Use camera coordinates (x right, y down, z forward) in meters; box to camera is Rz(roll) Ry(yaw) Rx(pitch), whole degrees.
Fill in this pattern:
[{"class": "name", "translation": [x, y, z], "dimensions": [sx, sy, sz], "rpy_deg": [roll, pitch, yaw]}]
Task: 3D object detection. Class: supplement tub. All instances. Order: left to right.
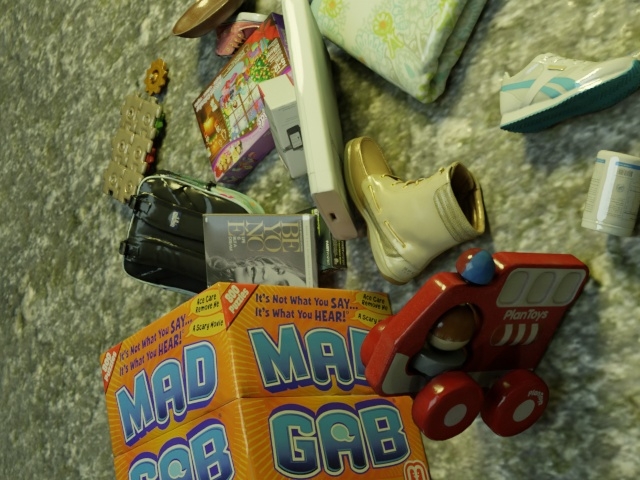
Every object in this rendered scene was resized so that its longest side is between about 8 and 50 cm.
[{"class": "supplement tub", "translation": [0.395, -0.063, 1.382], "dimensions": [0.071, 0.071, 0.107], "rpy_deg": [21, 101, 48]}]

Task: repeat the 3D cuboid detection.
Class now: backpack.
[{"class": "backpack", "translation": [-0.229, -0.005, 1.974], "dimensions": [0.253, 0.191, 0.225], "rpy_deg": [16, 100, 9]}]

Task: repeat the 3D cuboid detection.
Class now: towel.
[{"class": "towel", "translation": [0.151, -0.458, 1.694], "dimensions": [0.320, 0.090, 0.374], "rpy_deg": [44, 118, 43]}]

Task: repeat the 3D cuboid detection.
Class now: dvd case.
[{"class": "dvd case", "translation": [-0.106, 0.034, 1.841], "dimensions": [0.221, 0.018, 0.164], "rpy_deg": [1, 100, 22]}]

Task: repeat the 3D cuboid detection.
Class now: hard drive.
[{"class": "hard drive", "translation": [0.000, -0.202, 1.732], "dimensions": [0.047, 0.233, 0.353], "rpy_deg": [-11, 70, 8]}]

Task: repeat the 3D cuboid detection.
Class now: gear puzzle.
[{"class": "gear puzzle", "translation": [-0.404, -0.247, 2.336], "dimensions": [0.175, 0.044, 0.339], "rpy_deg": [24, 101, 49]}]

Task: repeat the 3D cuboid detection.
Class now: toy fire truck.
[{"class": "toy fire truck", "translation": [0.209, 0.121, 1.403], "dimensions": [0.169, 0.302, 0.254], "rpy_deg": [46, 123, 46]}]

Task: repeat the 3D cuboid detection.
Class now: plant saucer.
[{"class": "plant saucer", "translation": [-0.214, -0.469, 2.085], "dimensions": [0.198, 0.036, 0.198], "rpy_deg": [-31, 26, 17]}]

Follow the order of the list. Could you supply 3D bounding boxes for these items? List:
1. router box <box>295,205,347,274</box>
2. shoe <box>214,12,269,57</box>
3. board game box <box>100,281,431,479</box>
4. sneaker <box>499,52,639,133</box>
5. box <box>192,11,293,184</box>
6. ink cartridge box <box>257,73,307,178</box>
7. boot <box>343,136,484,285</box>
[{"class": "router box", "translation": [0.000, 0.000, 1.844], "dimensions": [0.092, 0.038, 0.122], "rpy_deg": [-16, 73, 45]}, {"class": "shoe", "translation": [-0.154, -0.405, 2.054], "dimensions": [0.178, 0.063, 0.081], "rpy_deg": [9, 94, 54]}, {"class": "board game box", "translation": [-0.094, 0.301, 1.673], "dimensions": [0.356, 0.356, 0.356], "rpy_deg": [-31, 63, 42]}, {"class": "sneaker", "translation": [0.344, -0.223, 1.449], "dimensions": [0.228, 0.087, 0.092], "rpy_deg": [-15, 72, 45]}, {"class": "box", "translation": [-0.131, -0.272, 2.011], "dimensions": [0.293, 0.057, 0.201], "rpy_deg": [-42, 57, 37]}, {"class": "ink cartridge box", "translation": [-0.054, -0.204, 1.840], "dimensions": [0.109, 0.063, 0.150], "rpy_deg": [-119, 9, -53]}, {"class": "boot", "translation": [0.148, -0.085, 1.644], "dimensions": [0.203, 0.095, 0.262], "rpy_deg": [-35, 62, 41]}]
